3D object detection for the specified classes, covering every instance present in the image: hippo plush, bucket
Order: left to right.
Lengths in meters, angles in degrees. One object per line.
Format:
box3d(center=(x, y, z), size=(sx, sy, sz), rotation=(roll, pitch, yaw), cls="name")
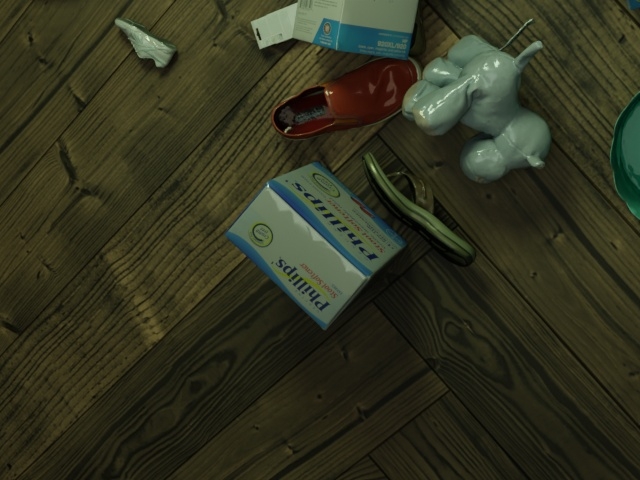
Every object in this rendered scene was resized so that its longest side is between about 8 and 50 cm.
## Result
box3d(center=(0.324, -0.244, 1.730), size=(0.294, 0.234, 0.236), rotation=(-30, 116, 23), cls="hippo plush")
box3d(center=(0.643, -0.158, 1.619), size=(0.281, 0.183, 0.281), rotation=(4, 104, 18), cls="bucket")

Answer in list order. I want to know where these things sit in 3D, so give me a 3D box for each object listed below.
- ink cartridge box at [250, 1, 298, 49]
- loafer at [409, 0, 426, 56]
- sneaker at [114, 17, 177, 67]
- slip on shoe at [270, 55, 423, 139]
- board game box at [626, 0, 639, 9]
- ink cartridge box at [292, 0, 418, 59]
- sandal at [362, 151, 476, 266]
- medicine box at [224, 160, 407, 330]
box3d(center=(-0.079, -0.436, 1.891), size=(0.115, 0.029, 0.063), rotation=(-16, 97, 23), cls="ink cartridge box")
box3d(center=(0.170, -0.430, 1.794), size=(0.056, 0.050, 0.148), rotation=(-14, 97, 21), cls="loafer")
box3d(center=(-0.383, -0.424, 1.987), size=(0.152, 0.053, 0.061), rotation=(35, 113, 8), cls="sneaker")
box3d(center=(0.049, -0.277, 1.844), size=(0.331, 0.101, 0.123), rotation=(-16, 95, 20), cls="slip on shoe")
box3d(center=(0.616, -0.535, 1.484), size=(0.308, 0.302, 0.086), rotation=(-15, 62, 22), cls="board game box")
box3d(center=(0.074, -0.471, 1.722), size=(0.171, 0.168, 0.233), rotation=(33, 118, 55), cls="ink cartridge box")
box3d(center=(0.199, -0.070, 1.847), size=(0.303, 0.120, 0.086), rotation=(42, 84, 4), cls="sandal")
box3d(center=(0.000, 0.000, 1.820), size=(0.263, 0.289, 0.149), rotation=(43, 112, 6), cls="medicine box")
